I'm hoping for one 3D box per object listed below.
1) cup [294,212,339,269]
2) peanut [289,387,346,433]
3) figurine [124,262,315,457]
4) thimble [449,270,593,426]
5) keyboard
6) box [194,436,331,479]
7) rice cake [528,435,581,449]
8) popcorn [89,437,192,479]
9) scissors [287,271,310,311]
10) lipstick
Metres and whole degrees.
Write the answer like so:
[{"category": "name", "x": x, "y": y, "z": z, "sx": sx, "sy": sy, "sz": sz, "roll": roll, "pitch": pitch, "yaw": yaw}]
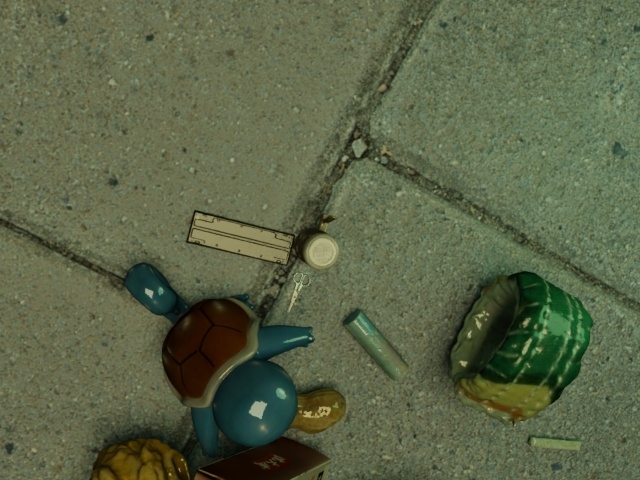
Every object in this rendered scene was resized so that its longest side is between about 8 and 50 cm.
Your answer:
[{"category": "cup", "x": 0.005, "y": 0.006, "z": 1.560, "sx": 0.102, "sy": 0.099, "sz": 0.074, "roll": -44, "pitch": 104, "yaw": -3}, {"category": "peanut", "x": -0.044, "y": 0.339, "z": 1.603, "sx": 0.192, "sy": 0.089, "sz": 0.089, "roll": -3, "pitch": 97, "yaw": -7}, {"category": "figurine", "x": -0.179, "y": 0.200, "z": 1.471, "sx": 0.298, "sy": 0.243, "sz": 0.416, "roll": -43, "pitch": 63, "yaw": -9}, {"category": "thimble", "x": 0.381, "y": 0.209, "z": 1.583, "sx": 0.167, "sy": 0.254, "sz": 0.288, "roll": 27, "pitch": 91, "yaw": -12}, {"category": "keyboard", "x": -0.152, "y": -0.005, "z": 1.572, "sx": 0.202, "sy": 0.011, "sz": 0.067, "roll": 14, "pitch": 95, "yaw": -13}, {"category": "box", "x": -0.147, "y": 0.580, "z": 1.474, "sx": 0.122, "sy": 0.344, "sz": 0.385, "roll": 19, "pitch": 93, "yaw": 22}, {"category": "rice cake", "x": 0.505, "y": 0.437, "z": 1.756, "sx": 0.121, "sy": 0.021, "sz": 0.022, "roll": 7, "pitch": 90, "yaw": -14}, {"category": "popcorn", "x": -0.335, "y": 0.468, "z": 1.471, "sx": 0.190, "sy": 0.250, "sz": 0.250, "roll": 8, "pitch": 95, "yaw": -25}, {"category": "scissors", "x": -0.049, "y": 0.103, "z": 1.609, "sx": 0.036, "sy": 0.006, "sz": 0.083, "roll": 24, "pitch": 92, "yaw": -11}, {"category": "lipstick", "x": 0.112, "y": 0.210, "z": 1.634, "sx": 0.048, "sy": 0.048, "sz": 0.158, "roll": -42, "pitch": 103, "yaw": -4}]
